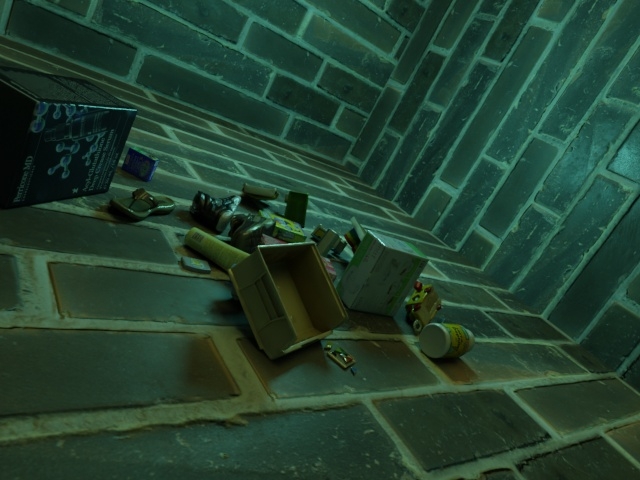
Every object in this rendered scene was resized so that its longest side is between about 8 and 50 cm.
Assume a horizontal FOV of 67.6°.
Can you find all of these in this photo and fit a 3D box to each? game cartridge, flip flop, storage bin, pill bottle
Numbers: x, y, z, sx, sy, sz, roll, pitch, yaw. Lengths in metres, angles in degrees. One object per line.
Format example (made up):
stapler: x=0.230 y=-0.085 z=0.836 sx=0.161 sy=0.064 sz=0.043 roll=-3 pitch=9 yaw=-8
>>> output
game cartridge: x=-0.358 y=0.072 z=1.380 sx=0.083 sy=0.017 sz=0.056 roll=15 pitch=25 yaw=-36
flip flop: x=-0.557 y=-0.127 z=1.526 sx=0.112 sy=0.080 sz=0.277 roll=33 pitch=18 yaw=13
storage bin: x=-0.076 y=0.150 z=1.263 sx=0.262 sy=0.123 sz=0.260 roll=-4 pitch=66 yaw=-60
pill bottle: x=0.448 y=0.348 z=1.666 sx=0.208 sy=0.117 sz=0.117 roll=12 pitch=24 yaw=-43

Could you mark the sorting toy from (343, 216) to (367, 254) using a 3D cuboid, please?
sorting toy: x=0.206 y=0.059 z=2.036 sx=0.257 sy=0.089 sz=0.255 roll=48 pitch=10 yaw=-25

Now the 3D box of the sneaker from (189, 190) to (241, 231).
sneaker: x=-0.388 y=-0.133 z=1.763 sx=0.153 sy=0.101 sz=0.268 roll=28 pitch=20 yaw=-10

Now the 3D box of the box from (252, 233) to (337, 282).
box: x=-0.094 y=0.096 z=1.530 sx=0.257 sy=0.128 sz=0.122 roll=22 pitch=18 yaw=-22

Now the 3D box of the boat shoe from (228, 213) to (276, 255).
boat shoe: x=-0.258 y=-0.021 z=1.651 sx=0.130 sy=0.132 sz=0.355 roll=20 pitch=8 yaw=5

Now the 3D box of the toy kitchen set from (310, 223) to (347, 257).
toy kitchen set: x=0.000 y=0.000 z=2.028 sx=0.166 sy=0.122 sz=0.207 roll=36 pitch=-1 yaw=23

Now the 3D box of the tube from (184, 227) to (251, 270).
tube: x=-0.301 y=0.042 z=1.455 sx=0.240 sy=0.070 sz=0.062 roll=28 pitch=45 yaw=13

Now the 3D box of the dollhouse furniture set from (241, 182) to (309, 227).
dollhouse furniture set: x=-0.210 y=-0.150 z=2.156 sx=0.302 sy=0.151 sz=0.197 roll=10 pitch=-2 yaw=-3

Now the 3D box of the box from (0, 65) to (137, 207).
box: x=-0.751 y=-0.288 z=1.327 sx=0.212 sy=0.293 sz=0.395 roll=30 pitch=18 yaw=7

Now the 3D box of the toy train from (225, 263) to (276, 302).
toy train: x=-0.189 y=0.116 z=1.360 sx=0.080 sy=0.105 sz=0.184 roll=6 pitch=8 yaw=32

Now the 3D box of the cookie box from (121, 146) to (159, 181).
cookie box: x=-0.670 y=-0.284 z=1.779 sx=0.107 sy=0.091 sz=0.040 roll=28 pitch=15 yaw=-4

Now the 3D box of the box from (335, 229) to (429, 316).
box: x=0.217 y=0.125 z=1.704 sx=0.231 sy=0.261 sz=0.127 roll=15 pitch=21 yaw=-35

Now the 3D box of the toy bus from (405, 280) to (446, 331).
toy bus: x=0.375 y=0.261 z=1.820 sx=0.202 sy=0.190 sz=0.104 roll=15 pitch=-21 yaw=-39

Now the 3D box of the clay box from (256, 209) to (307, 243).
clay box: x=-0.175 y=-0.056 z=1.958 sx=0.222 sy=0.053 sz=0.127 roll=20 pitch=19 yaw=-29

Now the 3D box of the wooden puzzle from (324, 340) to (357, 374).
wooden puzzle: x=0.058 y=0.320 z=1.322 sx=0.116 sy=0.014 sz=0.078 roll=34 pitch=18 yaw=16
